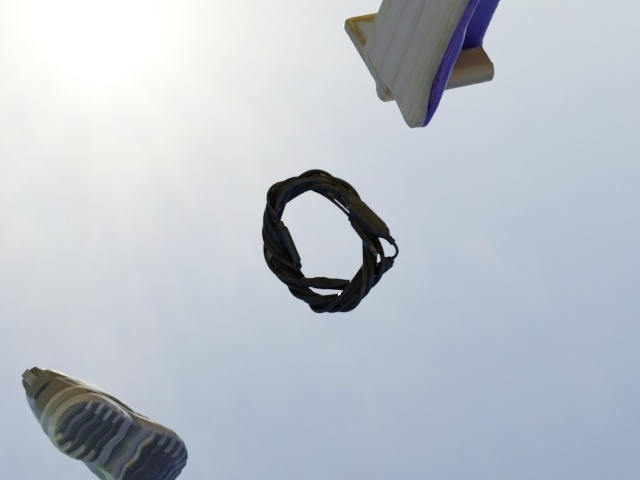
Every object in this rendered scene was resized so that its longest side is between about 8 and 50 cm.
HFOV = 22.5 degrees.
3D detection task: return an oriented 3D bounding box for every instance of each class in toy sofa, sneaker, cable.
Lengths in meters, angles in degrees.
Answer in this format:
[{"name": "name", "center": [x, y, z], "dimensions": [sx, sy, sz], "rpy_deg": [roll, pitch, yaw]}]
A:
[{"name": "toy sofa", "center": [0.164, -0.293, 1.707], "dimensions": [0.150, 0.362, 0.177], "rpy_deg": [-15, -121, -26]}, {"name": "sneaker", "center": [-0.248, 0.219, 1.882], "dimensions": [0.105, 0.281, 0.115], "rpy_deg": [-44, -126, -7]}, {"name": "cable", "center": [0.000, 0.000, 1.991], "dimensions": [0.184, 0.150, 0.047], "rpy_deg": [43, -161, 13]}]
